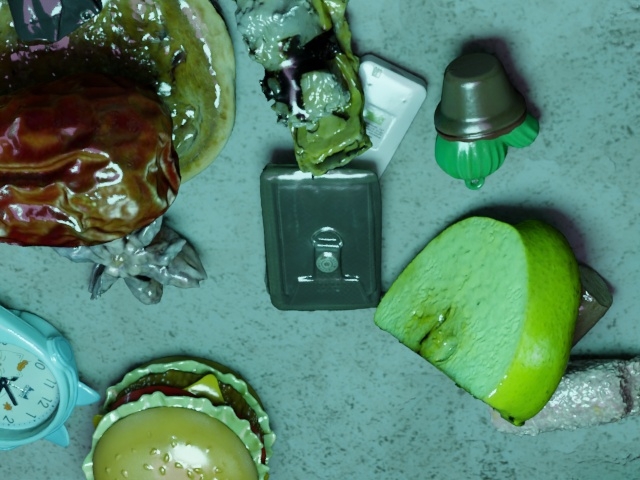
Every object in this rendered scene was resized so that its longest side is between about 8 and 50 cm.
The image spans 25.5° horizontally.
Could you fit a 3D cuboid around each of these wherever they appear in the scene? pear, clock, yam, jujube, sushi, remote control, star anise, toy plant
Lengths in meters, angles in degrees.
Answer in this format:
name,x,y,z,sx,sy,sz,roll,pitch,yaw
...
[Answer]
name,x,y,z,sx,sy,sz,roll,pitch,yaw
pear,0.241,0.092,1.918,0.159,0.292,0.292,25,121,-40
clock,-0.466,0.199,2.087,0.274,0.094,0.223,31,116,-14
yam,0.344,0.104,1.981,0.084,0.084,0.127,36,117,-14
jujube,-0.350,-0.099,1.766,0.342,0.216,0.216,-7,117,1
sushi,-0.017,-0.229,1.795,0.139,0.131,0.291,-19,95,22
remote control,0.046,-0.125,1.906,0.103,0.034,0.250,24,118,-8
star anise,-0.274,0.009,1.951,0.229,0.093,0.236,3,144,10
toy plant,0.214,-0.150,1.848,0.143,0.105,0.200,-16,133,-1

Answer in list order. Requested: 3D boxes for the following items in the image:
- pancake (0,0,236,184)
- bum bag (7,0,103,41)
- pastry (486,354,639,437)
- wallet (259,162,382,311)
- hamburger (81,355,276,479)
name,x,y,z,sx,sy,sz,roll,pitch,yaw
pancake,-0.296,-0.227,1.860,0.382,0.071,0.382,2,118,3
bum bag,-0.355,-0.366,1.742,0.123,0.060,0.248,-23,78,9
pastry,0.357,0.220,2.023,0.265,0.112,0.103,-10,109,9
wallet,0.000,0.000,1.940,0.168,0.052,0.245,3,130,7
hamburger,-0.205,0.319,2.060,0.274,0.212,0.274,2,118,3
